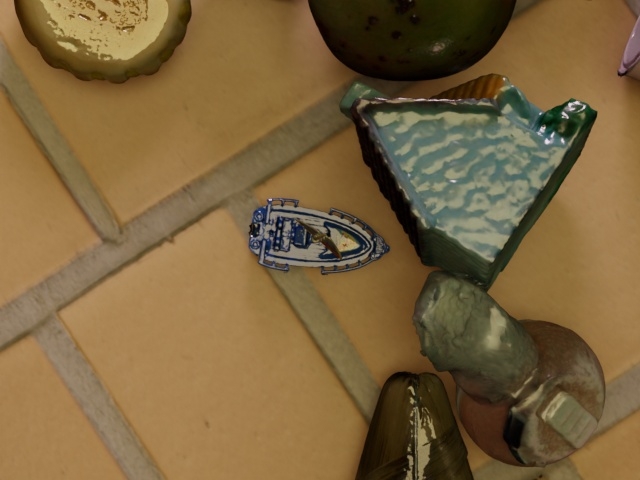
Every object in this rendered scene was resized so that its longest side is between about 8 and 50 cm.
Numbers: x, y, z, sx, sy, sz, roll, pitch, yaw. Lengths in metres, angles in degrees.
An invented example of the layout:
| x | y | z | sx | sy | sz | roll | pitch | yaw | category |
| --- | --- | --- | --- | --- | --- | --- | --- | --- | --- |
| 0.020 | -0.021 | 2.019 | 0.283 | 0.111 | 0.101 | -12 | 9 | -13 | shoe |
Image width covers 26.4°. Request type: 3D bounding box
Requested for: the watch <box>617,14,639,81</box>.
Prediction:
| x | y | z | sx | sy | sz | roll | pitch | yaw | category |
| --- | --- | --- | --- | --- | --- | --- | --- | --- | --- |
| 0.454 | -0.292 | 1.630 | 0.211 | 0.217 | 0.248 | 25 | 83 | -3 | watch |

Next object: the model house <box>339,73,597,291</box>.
| x | y | z | sx | sy | sz | roll | pitch | yaw | category |
| --- | --- | --- | --- | --- | --- | --- | --- | --- | --- |
| 0.150 | -0.099 | 1.592 | 0.249 | 0.280 | 0.230 | 35 | 83 | 10 | model house |

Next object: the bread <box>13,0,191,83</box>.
| x | y | z | sx | sy | sz | roll | pitch | yaw | category |
| --- | --- | --- | --- | --- | --- | --- | --- | --- | --- |
| -0.261 | -0.287 | 1.644 | 0.213 | 0.105 | 0.213 | 0 | 92 | -6 | bread |

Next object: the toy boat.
| x | y | z | sx | sy | sz | roll | pitch | yaw | category |
| --- | --- | --- | --- | --- | --- | --- | --- | --- | --- |
| 0.000 | 0.000 | 1.653 | 0.175 | 0.110 | 0.091 | 8 | 89 | -5 | toy boat |

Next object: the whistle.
| x | y | z | sx | sy | sz | roll | pitch | yaw | category |
| --- | --- | --- | --- | --- | --- | --- | --- | --- | --- |
| 0.207 | 0.143 | 1.600 | 0.189 | 0.189 | 0.348 | -50 | 124 | -3 | whistle |

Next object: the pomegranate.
| x | y | z | sx | sy | sz | roll | pitch | yaw | category |
| --- | --- | --- | --- | --- | --- | --- | --- | --- | --- |
| 0.129 | -0.324 | 1.542 | 0.291 | 0.323 | 0.290 | 18 | 65 | -43 | pomegranate |

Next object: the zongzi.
| x | y | z | sx | sy | sz | roll | pitch | yaw | category |
| --- | --- | --- | --- | --- | --- | --- | --- | --- | --- |
| 0.063 | 0.285 | 1.652 | 0.242 | 0.112 | 0.221 | -16 | 92 | -2 | zongzi |
